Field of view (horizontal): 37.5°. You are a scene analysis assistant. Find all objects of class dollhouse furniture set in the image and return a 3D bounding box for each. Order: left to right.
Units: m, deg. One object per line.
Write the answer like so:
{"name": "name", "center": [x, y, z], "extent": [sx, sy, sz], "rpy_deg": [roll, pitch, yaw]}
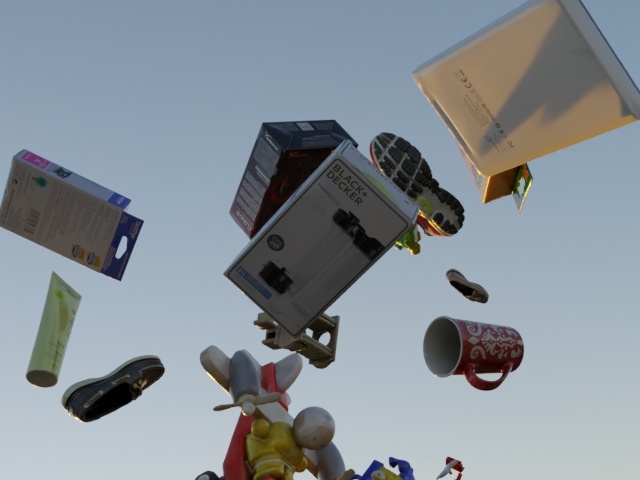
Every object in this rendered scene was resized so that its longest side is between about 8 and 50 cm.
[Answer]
{"name": "dollhouse furniture set", "center": [-0.085, 0.164, 1.725], "extent": [0.160, 0.101, 0.182], "rpy_deg": [-15, -35, 35]}

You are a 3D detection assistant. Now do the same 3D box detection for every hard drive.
{"name": "hard drive", "center": [0.293, -0.221, 1.377], "extent": [0.040, 0.210, 0.318], "rpy_deg": [-43, 12, -31]}

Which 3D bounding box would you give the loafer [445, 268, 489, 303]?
{"name": "loafer", "center": [0.339, 0.114, 2.179], "extent": [0.125, 0.039, 0.045], "rpy_deg": [35, -58, -18]}

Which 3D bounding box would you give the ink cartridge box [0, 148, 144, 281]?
{"name": "ink cartridge box", "center": [-0.546, -0.052, 2.076], "extent": [0.311, 0.065, 0.186], "rpy_deg": [27, -61, 0]}

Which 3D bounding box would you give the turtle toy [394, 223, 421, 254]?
{"name": "turtle toy", "center": [0.187, -0.029, 2.111], "extent": [0.066, 0.130, 0.095], "rpy_deg": [-7, -57, 11]}

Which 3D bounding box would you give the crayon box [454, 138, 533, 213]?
{"name": "crayon box", "center": [0.370, -0.223, 2.119], "extent": [0.081, 0.319, 0.202], "rpy_deg": [-19, -22, -4]}

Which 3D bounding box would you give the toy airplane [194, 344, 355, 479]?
{"name": "toy airplane", "center": [-0.081, 0.383, 1.937], "extent": [0.272, 0.385, 0.386], "rpy_deg": [-18, -8, 31]}

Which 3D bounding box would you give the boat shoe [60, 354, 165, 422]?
{"name": "boat shoe", "center": [-0.391, 0.293, 1.839], "extent": [0.227, 0.068, 0.081], "rpy_deg": [-21, -46, -42]}

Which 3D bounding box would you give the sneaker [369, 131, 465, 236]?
{"name": "sneaker", "center": [0.185, -0.106, 2.017], "extent": [0.107, 0.279, 0.118], "rpy_deg": [-49, 17, -28]}

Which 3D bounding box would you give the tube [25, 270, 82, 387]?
{"name": "tube", "center": [-0.521, 0.174, 1.849], "extent": [0.062, 0.240, 0.070], "rpy_deg": [10, -45, -8]}

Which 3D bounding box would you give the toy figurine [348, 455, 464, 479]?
{"name": "toy figurine", "center": [0.135, 0.596, 2.056], "extent": [0.362, 0.217, 0.191], "rpy_deg": [-44, -38, -37]}

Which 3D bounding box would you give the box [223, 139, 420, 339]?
{"name": "box", "center": [0.000, 0.000, 1.512], "extent": [0.290, 0.169, 0.087], "rpy_deg": [-44, 5, 22]}

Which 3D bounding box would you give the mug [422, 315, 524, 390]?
{"name": "mug", "center": [0.296, 0.221, 1.781], "extent": [0.169, 0.150, 0.113], "rpy_deg": [7, -26, -33]}

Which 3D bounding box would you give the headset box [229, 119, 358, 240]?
{"name": "headset box", "center": [-0.069, -0.131, 2.198], "extent": [0.218, 0.110, 0.293], "rpy_deg": [-8, -45, -40]}
